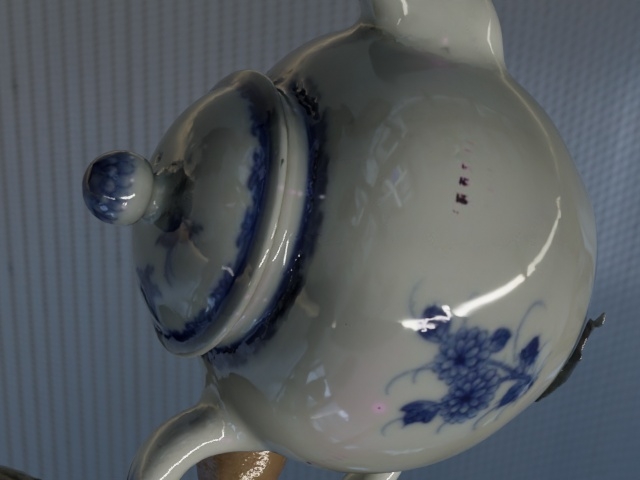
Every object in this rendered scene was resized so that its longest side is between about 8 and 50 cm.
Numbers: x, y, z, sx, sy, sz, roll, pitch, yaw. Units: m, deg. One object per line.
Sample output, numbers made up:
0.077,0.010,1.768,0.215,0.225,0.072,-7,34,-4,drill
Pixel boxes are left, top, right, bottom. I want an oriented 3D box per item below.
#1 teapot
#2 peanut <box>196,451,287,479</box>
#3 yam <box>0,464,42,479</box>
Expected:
0.000,0.000,0.871,0.280,0.252,0.424,13,103,-26,teapot
-0.058,0.159,1.269,0.076,0.076,0.152,18,94,-45,peanut
-0.048,0.177,0.590,0.106,0.259,0.106,-55,162,-27,yam
